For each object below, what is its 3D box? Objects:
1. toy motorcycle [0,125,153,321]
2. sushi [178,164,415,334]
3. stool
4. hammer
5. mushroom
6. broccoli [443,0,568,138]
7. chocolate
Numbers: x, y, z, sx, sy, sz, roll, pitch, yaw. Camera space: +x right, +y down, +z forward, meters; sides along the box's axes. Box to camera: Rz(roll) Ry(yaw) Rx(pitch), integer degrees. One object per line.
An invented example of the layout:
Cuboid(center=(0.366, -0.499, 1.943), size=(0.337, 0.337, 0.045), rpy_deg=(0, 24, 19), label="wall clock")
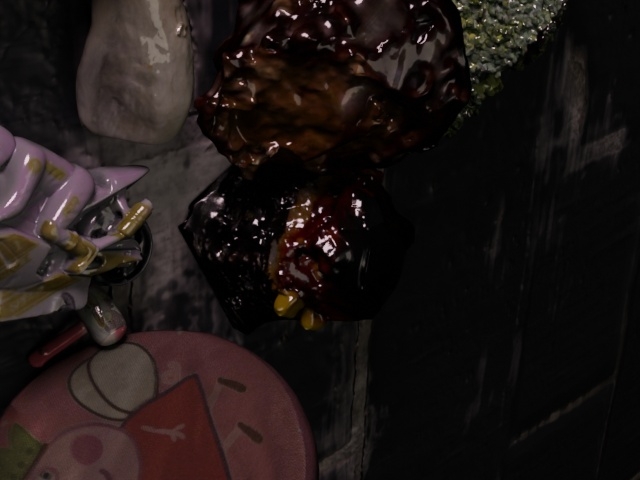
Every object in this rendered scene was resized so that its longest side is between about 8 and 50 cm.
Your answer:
Cuboid(center=(-0.217, -0.016, 0.734), size=(0.225, 0.073, 0.152), rpy_deg=(-17, 118, -42), label="toy motorcycle")
Cuboid(center=(0.000, 0.000, 0.924), size=(0.172, 0.150, 0.153), rpy_deg=(-46, 136, -24), label="sushi")
Cuboid(center=(-0.131, 0.225, 0.820), size=(0.272, 0.272, 0.178), rpy_deg=(-42, 148, -27), label="stool")
Cuboid(center=(-0.203, 0.076, 0.825), size=(0.083, 0.052, 0.031), rpy_deg=(-35, 172, -8), label="hammer")
Cuboid(center=(-0.144, -0.177, 0.729), size=(0.081, 0.092, 0.223), rpy_deg=(-73, 162, -53), label="mushroom")
Cuboid(center=(0.181, -0.276, 0.973), size=(0.361, 0.221, 0.252), rpy_deg=(-49, 146, -36), label="broccoli")
Cuboid(center=(-0.013, -0.126, 0.806), size=(0.177, 0.206, 0.224), rpy_deg=(-39, 134, -27), label="chocolate")
